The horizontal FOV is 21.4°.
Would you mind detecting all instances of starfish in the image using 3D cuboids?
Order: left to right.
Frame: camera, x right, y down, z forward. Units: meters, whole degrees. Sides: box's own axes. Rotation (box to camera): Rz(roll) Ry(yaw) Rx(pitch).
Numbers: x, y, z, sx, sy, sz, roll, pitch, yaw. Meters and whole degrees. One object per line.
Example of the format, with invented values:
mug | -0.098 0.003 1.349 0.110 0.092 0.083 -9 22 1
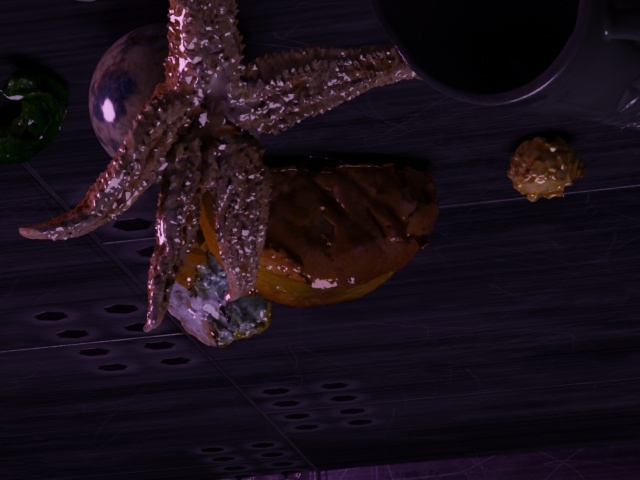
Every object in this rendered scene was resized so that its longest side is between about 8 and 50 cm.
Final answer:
starfish | -0.083 -0.066 1.363 0.301 0.294 0.084 19 -168 -23

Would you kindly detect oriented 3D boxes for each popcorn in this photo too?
popcorn | 0.239 -0.077 1.784 0.083 0.057 0.082 -2 156 6

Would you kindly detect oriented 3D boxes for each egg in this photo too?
egg | -0.119 -0.115 1.467 0.141 0.141 0.181 -14 164 29

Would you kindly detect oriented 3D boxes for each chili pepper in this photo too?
chili pepper | -0.276 -0.114 1.585 0.073 0.050 0.182 10 156 -17

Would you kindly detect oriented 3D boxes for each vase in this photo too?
vase | 0.217 -0.163 1.382 0.251 0.156 0.301 10 179 35

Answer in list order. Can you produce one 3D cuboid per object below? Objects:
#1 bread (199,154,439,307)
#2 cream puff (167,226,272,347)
bread | -0.004 -0.001 1.824 0.260 0.147 0.160 -2 158 -14
cream puff | -0.114 0.045 1.972 0.156 0.156 0.121 6 -161 -27
